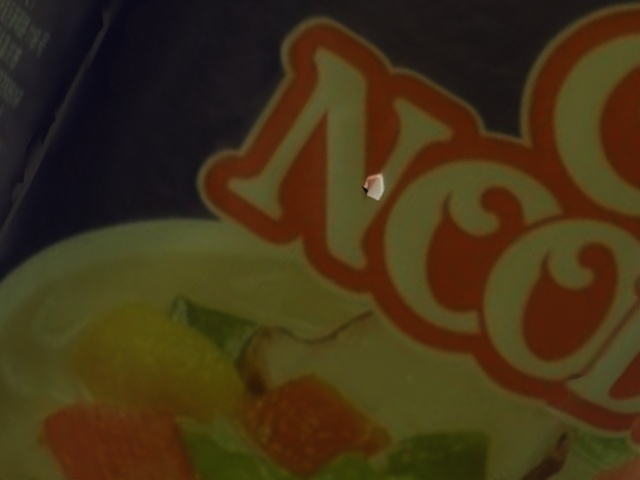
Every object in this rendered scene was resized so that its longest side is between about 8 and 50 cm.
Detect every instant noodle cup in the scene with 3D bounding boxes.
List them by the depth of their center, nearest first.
[{"bbox_3d":[0.000,0.000,0.499,0.284,0.284,0.312,30,-81,-19],"label":"instant noodle cup"}]
